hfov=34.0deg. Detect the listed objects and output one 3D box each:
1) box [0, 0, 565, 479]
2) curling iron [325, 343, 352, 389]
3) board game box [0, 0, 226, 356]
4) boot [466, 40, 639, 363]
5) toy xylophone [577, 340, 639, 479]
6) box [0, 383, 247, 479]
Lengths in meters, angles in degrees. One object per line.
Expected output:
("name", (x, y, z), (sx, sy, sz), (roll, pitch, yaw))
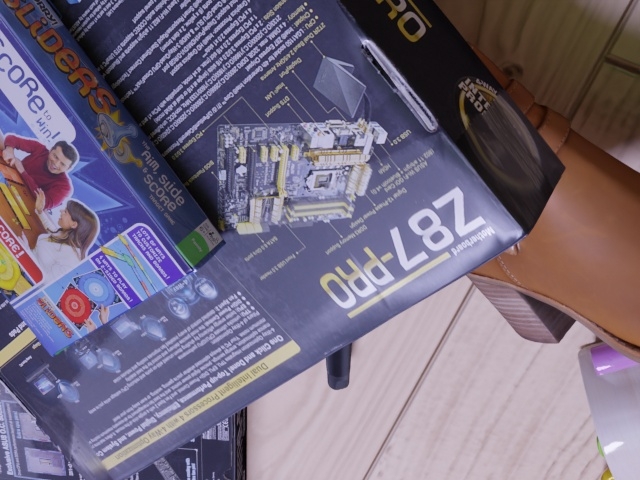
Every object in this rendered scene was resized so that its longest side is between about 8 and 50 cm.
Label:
("box", (-0.110, -0.048, 0.623), (0.395, 0.097, 0.318), (-36, 96, 37))
("curling iron", (0.000, 0.000, 0.785), (0.068, 0.035, 0.274), (-2, 124, 12))
("board game box", (-0.161, -0.045, 0.569), (0.136, 0.035, 0.201), (-28, 102, 36))
("boot", (0.158, -0.040, 0.644), (0.220, 0.109, 0.283), (52, 158, -17))
("toy xylophone", (0.343, 0.201, 0.856), (0.236, 0.081, 0.323), (-11, 122, 14))
("box", (-0.186, 0.164, 0.893), (0.242, 0.077, 0.308), (5, 124, 4))
